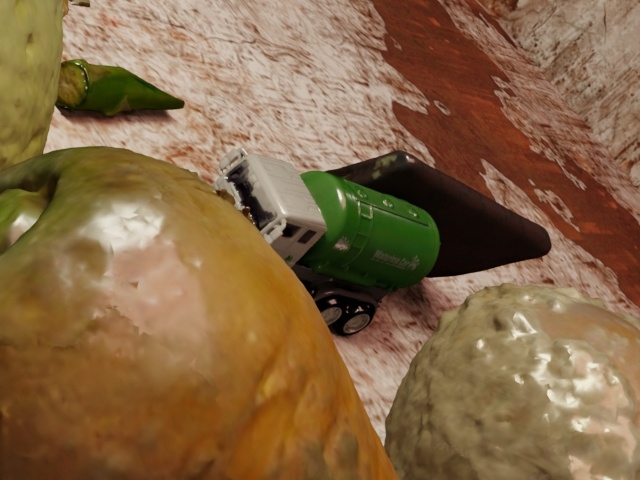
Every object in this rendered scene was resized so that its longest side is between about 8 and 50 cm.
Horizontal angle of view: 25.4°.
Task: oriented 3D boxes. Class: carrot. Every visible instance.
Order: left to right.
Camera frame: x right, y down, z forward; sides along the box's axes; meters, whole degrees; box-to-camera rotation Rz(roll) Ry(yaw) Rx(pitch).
[{"bbox_3d":[-0.076,0.125,0.694,0.341,0.224,0.224,61,15,-26],"label":"carrot"}]

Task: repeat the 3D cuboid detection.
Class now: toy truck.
[{"bbox_3d":[0.000,0.000,1.240,0.242,0.125,0.101,16,38,-49],"label":"toy truck"}]

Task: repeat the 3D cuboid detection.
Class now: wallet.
[{"bbox_3d":[0.093,-0.023,1.399,0.229,0.182,0.049,25,64,-40],"label":"wallet"}]

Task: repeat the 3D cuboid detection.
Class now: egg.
[{"bbox_3d":[0.172,0.183,1.060,0.279,0.279,0.311,-21,104,-66],"label":"egg"}]

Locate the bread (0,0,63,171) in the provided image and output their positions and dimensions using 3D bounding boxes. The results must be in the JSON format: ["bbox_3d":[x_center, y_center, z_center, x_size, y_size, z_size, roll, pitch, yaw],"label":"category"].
[{"bbox_3d":[-0.293,-0.100,0.757,0.320,0.237,0.320,28,7,-4],"label":"bread"}]

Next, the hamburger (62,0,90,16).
[{"bbox_3d":[-0.320,-0.282,1.092,0.314,0.170,0.290,51,26,8],"label":"hamburger"}]

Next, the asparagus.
[{"bbox_3d":[-0.176,-0.135,1.268,0.045,0.041,0.178,59,23,10],"label":"asparagus"}]
